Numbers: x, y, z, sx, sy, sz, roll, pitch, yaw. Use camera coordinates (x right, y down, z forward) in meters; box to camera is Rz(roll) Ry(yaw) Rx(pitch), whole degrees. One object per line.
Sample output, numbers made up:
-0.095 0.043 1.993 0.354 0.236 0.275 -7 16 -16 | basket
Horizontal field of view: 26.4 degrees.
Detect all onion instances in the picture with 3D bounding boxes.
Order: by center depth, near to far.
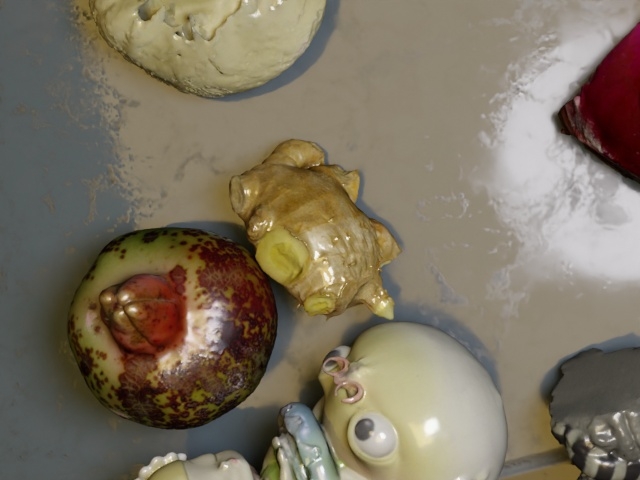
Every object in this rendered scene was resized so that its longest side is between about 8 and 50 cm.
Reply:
0.368 -0.133 1.295 0.207 0.206 0.216 39 97 3 | onion

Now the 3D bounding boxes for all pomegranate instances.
-0.153 0.077 1.338 0.214 0.248 0.214 -3 75 11 | pomegranate

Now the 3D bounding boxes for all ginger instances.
0.000 0.000 1.379 0.216 0.157 0.102 51 129 7 | ginger

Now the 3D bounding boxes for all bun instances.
-0.115 -0.269 1.370 0.259 0.152 0.259 0 92 4 | bun

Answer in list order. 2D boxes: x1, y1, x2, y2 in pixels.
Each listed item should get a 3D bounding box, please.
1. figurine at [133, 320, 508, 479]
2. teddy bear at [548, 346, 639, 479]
-0.005 0.246 1.348 0.394 0.227 0.275 -20 124 -9 | figurine
0.312 0.240 1.343 0.144 0.171 0.251 -23 94 18 | teddy bear
